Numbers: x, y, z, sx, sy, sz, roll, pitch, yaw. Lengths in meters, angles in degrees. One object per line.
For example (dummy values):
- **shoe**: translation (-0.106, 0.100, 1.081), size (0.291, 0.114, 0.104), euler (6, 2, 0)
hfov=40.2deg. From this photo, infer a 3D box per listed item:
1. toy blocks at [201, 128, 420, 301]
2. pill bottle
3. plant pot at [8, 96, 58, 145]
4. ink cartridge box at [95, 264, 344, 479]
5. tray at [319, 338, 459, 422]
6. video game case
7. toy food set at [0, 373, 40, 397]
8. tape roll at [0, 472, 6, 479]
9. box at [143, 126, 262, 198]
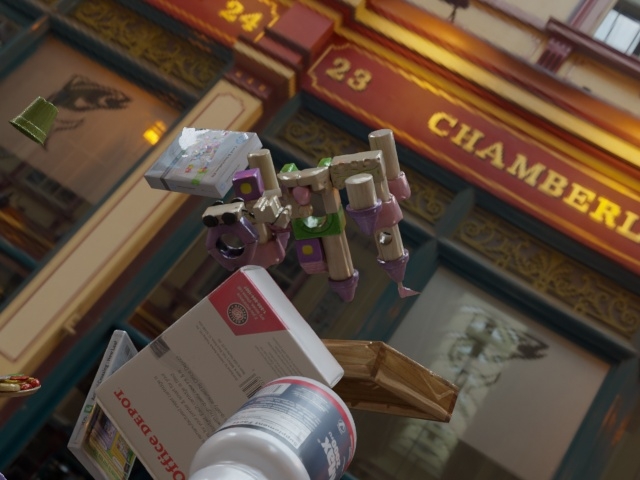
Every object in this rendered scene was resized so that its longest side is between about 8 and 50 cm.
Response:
- **toy blocks**: translation (0.000, 0.000, 1.436), size (0.289, 0.309, 0.260), euler (-7, -67, 13)
- **pill bottle**: translation (-0.046, 0.192, 0.719), size (0.108, 0.180, 0.107), euler (5, -75, 19)
- **plant pot**: translation (-0.583, -0.251, 1.800), size (0.083, 0.079, 0.083), euler (32, -10, 7)
- **ink cartridge box**: translation (-0.143, 0.201, 1.243), size (0.207, 0.283, 0.117), euler (52, 9, 6)
- **tray**: translation (0.039, 0.251, 1.632), size (0.203, 0.076, 0.411), euler (33, -23, -31)
- **video game case**: translation (-0.315, 0.273, 1.358), size (0.023, 0.193, 0.212), euler (8, -34, 12)
- **toy food set**: translation (-0.423, 0.197, 1.184), size (0.083, 0.020, 0.083), euler (0, 1, 37)
- **tape roll**: translation (-0.665, 0.495, 1.606), size (0.189, 0.189, 0.080), euler (43, -25, -11)
- **box**: translation (-0.223, -0.150, 1.654), size (0.186, 0.145, 0.038), euler (11, -37, 35)
